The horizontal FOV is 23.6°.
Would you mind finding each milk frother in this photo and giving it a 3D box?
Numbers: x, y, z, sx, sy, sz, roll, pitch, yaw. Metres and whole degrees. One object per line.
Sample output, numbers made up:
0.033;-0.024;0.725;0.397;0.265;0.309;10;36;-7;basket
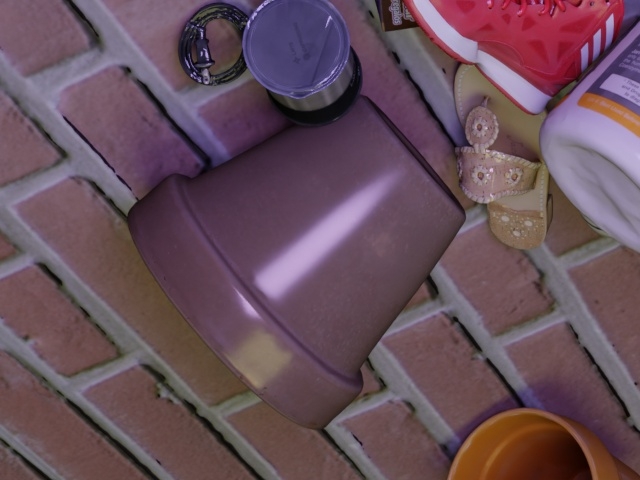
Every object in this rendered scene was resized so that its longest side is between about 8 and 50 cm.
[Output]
-0.047;-0.154;1.239;0.143;0.129;0.135;-20;172;3;milk frother

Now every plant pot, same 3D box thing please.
0.000;0.000;1.356;0.229;0.263;0.263;-40;129;7;plant pot
0.276;0.304;1.733;0.205;0.205;0.188;-39;143;28;plant pot

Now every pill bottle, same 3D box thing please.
0.319;-0.131;1.232;0.278;0.162;0.162;-46;134;-12;pill bottle

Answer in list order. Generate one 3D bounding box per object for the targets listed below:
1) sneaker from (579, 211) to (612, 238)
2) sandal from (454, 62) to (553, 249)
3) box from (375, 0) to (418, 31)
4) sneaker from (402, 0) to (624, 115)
0.364;-0.105;1.364;0.321;0.126;0.127;-25;139;18;sneaker
0.165;-0.055;1.400;0.088;0.079;0.240;8;143;24;sandal
0.131;-0.303;1.177;0.201;0.057;0.293;-9;136;0;box
0.153;-0.195;1.205;0.128;0.087;0.221;-39;143;19;sneaker
